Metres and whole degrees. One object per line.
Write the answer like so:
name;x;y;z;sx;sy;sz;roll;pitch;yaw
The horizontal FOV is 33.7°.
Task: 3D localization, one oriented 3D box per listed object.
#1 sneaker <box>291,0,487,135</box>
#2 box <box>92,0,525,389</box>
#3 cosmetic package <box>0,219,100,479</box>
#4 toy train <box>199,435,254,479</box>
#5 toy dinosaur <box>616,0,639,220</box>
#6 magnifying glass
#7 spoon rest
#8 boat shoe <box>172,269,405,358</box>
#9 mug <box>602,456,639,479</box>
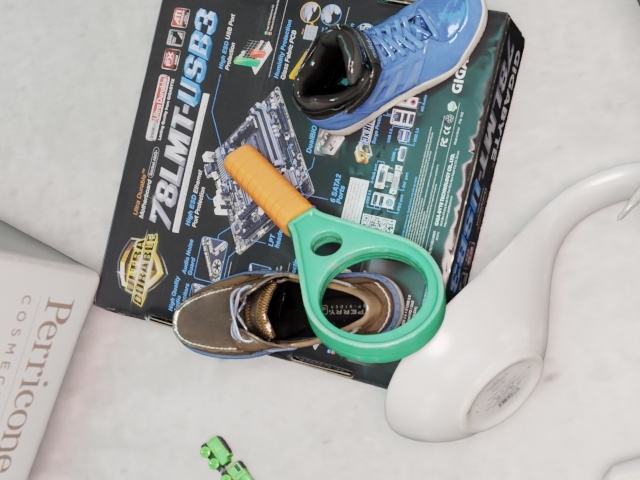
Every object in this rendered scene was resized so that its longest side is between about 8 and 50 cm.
sneaker;0.047;-0.134;0.746;0.152;0.084;0.058;-33;74;14
box;-0.015;-0.053;0.845;0.293;0.073;0.295;12;89;23
cosmetic package;-0.457;0.094;0.802;0.327;0.394;0.329;23;95;33
toy train;-0.068;0.196;0.867;0.024;0.017;0.083;-41;71;1
toy dinosaur;0.269;-0.162;0.694;0.160;0.121;0.313;-3;73;-15
magnifying glass;0.000;0.000;0.741;0.092;0.026;0.231;-33;48;-14
spoon rest;0.153;0.041;0.751;0.276;0.137;0.084;-40;53;-2
boat shoe;-0.035;0.049;0.770;0.183;0.066;0.066;-10;82;21
mug;0.228;0.178;0.724;0.064;0.078;0.062;-15;102;28
